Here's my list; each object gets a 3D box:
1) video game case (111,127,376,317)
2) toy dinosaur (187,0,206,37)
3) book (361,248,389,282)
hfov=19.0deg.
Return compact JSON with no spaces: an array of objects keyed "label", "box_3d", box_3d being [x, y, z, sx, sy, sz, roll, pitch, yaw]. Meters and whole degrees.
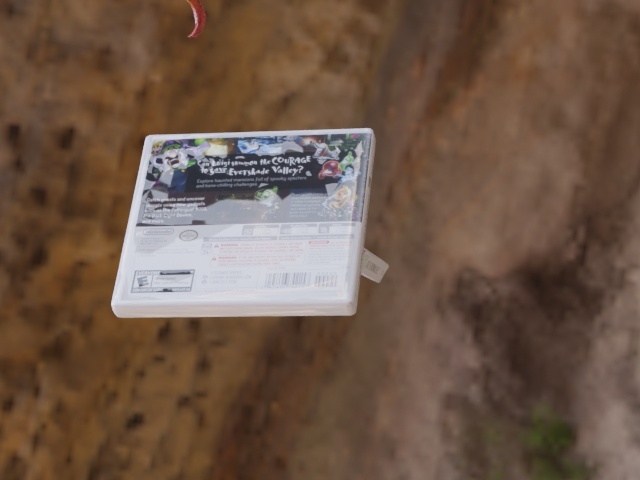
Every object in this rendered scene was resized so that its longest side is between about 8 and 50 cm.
[{"label":"video game case","box_3d":[-0.058,-0.015,1.498,0.022,0.190,0.173,74,-161,-51]},{"label":"toy dinosaur","box_3d":[-0.096,-0.188,1.213,0.047,0.082,0.090,-25,62,28]},{"label":"book","box_3d":[0.000,0.000,1.616,0.035,0.096,0.144,-62,-14,-1]}]
